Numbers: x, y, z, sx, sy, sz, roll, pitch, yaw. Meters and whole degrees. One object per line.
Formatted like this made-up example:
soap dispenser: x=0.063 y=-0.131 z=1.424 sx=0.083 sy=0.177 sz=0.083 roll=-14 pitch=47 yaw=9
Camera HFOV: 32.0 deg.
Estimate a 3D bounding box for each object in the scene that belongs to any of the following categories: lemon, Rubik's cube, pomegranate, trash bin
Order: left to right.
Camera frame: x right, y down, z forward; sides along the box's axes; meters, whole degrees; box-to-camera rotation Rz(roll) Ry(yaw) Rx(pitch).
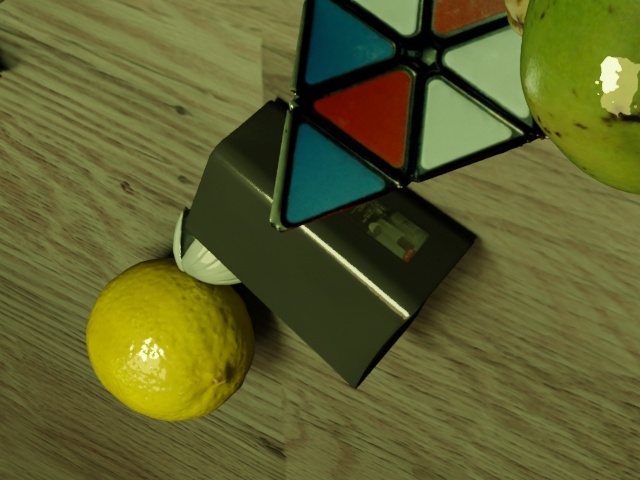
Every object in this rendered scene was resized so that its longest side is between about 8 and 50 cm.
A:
lemon: x=-0.170 y=0.106 z=1.238 sx=0.203 sy=0.178 sz=0.178 roll=29 pitch=145 yaw=37
trash bin: x=0.000 y=0.000 z=1.029 sx=0.225 sy=0.115 sz=0.165 roll=40 pitch=146 yaw=8
Rubik's cube: x=0.021 y=-0.067 z=0.827 sx=0.284 sy=0.234 sz=0.250 roll=40 pitch=145 yaw=1
pomegranate: x=0.198 y=-0.116 z=0.681 sx=0.179 sy=0.179 sz=0.210 roll=50 pitch=173 yaw=-13

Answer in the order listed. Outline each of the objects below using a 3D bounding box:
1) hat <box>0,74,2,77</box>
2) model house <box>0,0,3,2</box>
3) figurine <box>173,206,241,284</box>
hat: x=-0.487 y=-0.256 z=1.177 sx=0.244 sy=0.233 sz=0.233 roll=-148 pitch=44 yaw=-66
model house: x=-0.405 y=-0.343 z=0.792 sx=0.382 sy=0.342 sz=0.334 roll=48 pitch=137 yaw=1
figurine: x=-0.108 y=0.008 z=1.174 sx=0.086 sy=0.082 sz=0.094 roll=-1 pitch=140 yaw=22
